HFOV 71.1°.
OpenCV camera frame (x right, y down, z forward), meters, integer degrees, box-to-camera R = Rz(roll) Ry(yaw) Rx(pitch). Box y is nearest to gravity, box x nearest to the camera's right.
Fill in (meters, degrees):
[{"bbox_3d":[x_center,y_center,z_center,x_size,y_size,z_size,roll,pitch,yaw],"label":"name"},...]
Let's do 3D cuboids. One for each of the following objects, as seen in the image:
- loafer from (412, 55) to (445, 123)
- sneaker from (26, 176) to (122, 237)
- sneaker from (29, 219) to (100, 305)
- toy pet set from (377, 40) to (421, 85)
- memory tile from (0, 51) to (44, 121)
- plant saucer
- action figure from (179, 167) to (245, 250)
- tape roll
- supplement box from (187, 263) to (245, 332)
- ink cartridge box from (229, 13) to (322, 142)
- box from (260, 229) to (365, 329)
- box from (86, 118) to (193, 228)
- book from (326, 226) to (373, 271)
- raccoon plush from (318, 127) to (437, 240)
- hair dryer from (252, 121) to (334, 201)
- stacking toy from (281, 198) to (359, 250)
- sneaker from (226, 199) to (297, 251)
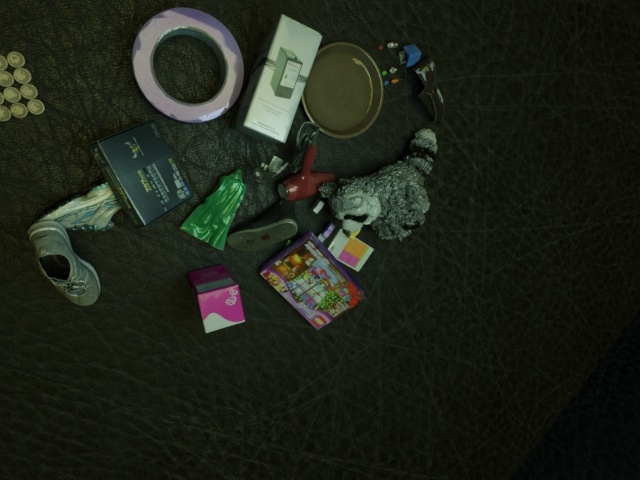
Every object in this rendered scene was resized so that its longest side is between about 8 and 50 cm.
[{"bbox_3d":[0.341,-0.478,1.452,0.078,0.080,0.220,-25,119,-4],"label":"loafer"},{"bbox_3d":[-0.597,-0.063,1.147,0.282,0.110,0.122,-31,115,-13],"label":"sneaker"},{"bbox_3d":[-0.643,0.086,1.119,0.105,0.115,0.282,-19,137,-10],"label":"sneaker"},{"bbox_3d":[0.251,-0.561,1.402,0.114,0.065,0.122,-19,109,-17],"label":"toy pet set"},{"bbox_3d":[-0.742,-0.366,1.066,0.113,0.012,0.148,-19,110,-17],"label":"memory tile"},{"bbox_3d":[0.064,-0.453,1.365,0.277,0.041,0.278,-5,104,-21],"label":"plant saucer"},{"bbox_3d":[-0.285,-0.104,1.289,0.137,0.063,0.232,30,94,-24],"label":"action figure"},{"bbox_3d":[-0.344,-0.448,1.170,0.274,0.090,0.275,-5,103,-21],"label":"tape roll"},{"bbox_3d":[-0.298,0.156,1.259,0.113,0.220,0.112,-13,107,-19],"label":"supplement box"},{"bbox_3d":[-0.126,-0.419,1.201,0.121,0.211,0.290,19,94,-24],"label":"ink cartridge box"},{"bbox_3d":[-0.021,0.132,1.418,0.200,0.057,0.293,-35,115,15],"label":"box"},{"bbox_3d":[-0.454,-0.173,1.154,0.183,0.059,0.233,-45,120,-47],"label":"box"},{"bbox_3d":[0.094,0.032,1.497,0.144,0.035,0.096,31,93,-25],"label":"book"},{"bbox_3d":[0.173,-0.209,1.396,0.299,0.216,0.447,30,61,-30],"label":"raccoon plush"},{"bbox_3d":[-0.039,-0.201,1.298,0.223,0.080,0.293,-39,157,14],"label":"hair dryer"},{"bbox_3d":[0.000,0.000,1.420,0.166,0.052,0.221,36,93,-18],"label":"stacking toy"},{"bbox_3d":[-0.172,-0.044,1.352,0.221,0.118,0.083,-14,130,10],"label":"sneaker"}]
